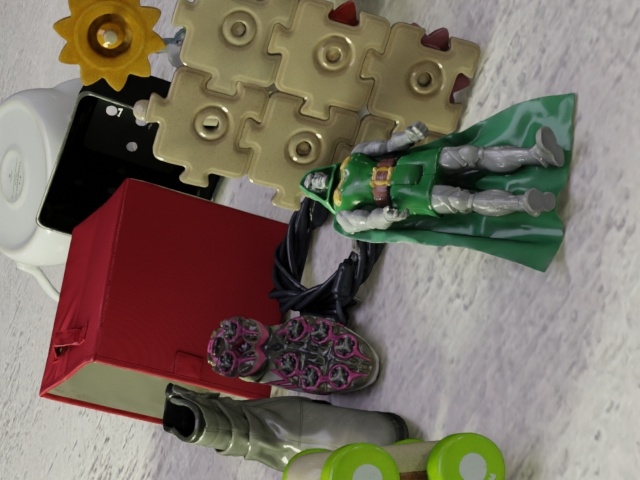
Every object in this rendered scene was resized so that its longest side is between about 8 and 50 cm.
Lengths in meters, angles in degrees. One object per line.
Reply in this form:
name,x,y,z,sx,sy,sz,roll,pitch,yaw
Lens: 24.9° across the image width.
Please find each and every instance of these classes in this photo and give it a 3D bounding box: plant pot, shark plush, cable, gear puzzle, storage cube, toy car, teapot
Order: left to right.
teapot,-0.329,-0.078,1.939,0.256,0.187,0.252,-46,56,41
plant pot,-0.218,-0.109,1.734,0.167,0.187,0.188,-96,27,-57
storage cube,-0.159,0.072,1.478,0.183,0.215,0.193,-33,45,59
shark plush,-0.155,-0.254,1.800,0.067,0.073,0.161,-55,11,-23
gear puzzle,-0.051,-0.124,1.169,0.044,0.339,0.175,-122,47,-68
cable,0.000,0.000,1.355,0.184,0.047,0.151,18,97,66
toy car,0.056,0.238,1.039,0.155,0.149,0.188,145,121,-73

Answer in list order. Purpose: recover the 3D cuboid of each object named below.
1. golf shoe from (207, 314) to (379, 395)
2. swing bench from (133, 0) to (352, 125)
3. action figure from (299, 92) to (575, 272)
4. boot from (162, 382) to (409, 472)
golf shoe,-0.012,0.104,1.311,0.186,0.086,0.067,5,79,43
swing bench,-0.049,-0.231,1.342,0.254,0.165,0.253,-9,-81,-74
action figure,0.076,-0.043,1.099,0.232,0.063,0.137,-3,65,41
boot,-0.040,0.171,1.228,0.246,0.161,0.083,2,82,66
